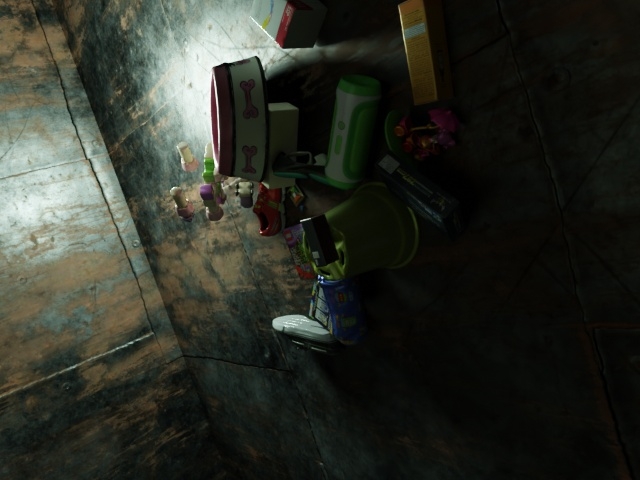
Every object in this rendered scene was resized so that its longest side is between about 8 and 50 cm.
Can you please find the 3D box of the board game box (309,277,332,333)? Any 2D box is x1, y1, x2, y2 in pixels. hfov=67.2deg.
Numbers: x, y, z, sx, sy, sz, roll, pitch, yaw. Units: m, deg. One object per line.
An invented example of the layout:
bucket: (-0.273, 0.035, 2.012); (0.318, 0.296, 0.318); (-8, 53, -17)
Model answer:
board game box: (0.029, 0.231, 1.731); (0.141, 0.048, 0.170); (34, 127, 38)

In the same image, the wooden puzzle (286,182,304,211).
wooden puzzle: (-0.092, -0.164, 1.720); (0.116, 0.014, 0.078); (52, 139, 18)

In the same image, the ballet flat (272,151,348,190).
ballet flat: (-0.027, -0.232, 1.528); (0.281, 0.095, 0.096); (14, 88, 20)

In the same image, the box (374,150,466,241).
box: (0.255, -0.110, 1.221); (0.059, 0.183, 0.233); (-47, 63, 2)

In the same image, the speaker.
speaker: (0.088, -0.300, 1.348); (0.131, 0.131, 0.296); (35, 132, 34)

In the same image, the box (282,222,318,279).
box: (-0.002, 0.023, 1.671); (0.293, 0.057, 0.200); (-15, 96, 51)

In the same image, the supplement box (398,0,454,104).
supplement box: (0.251, -0.444, 1.134); (0.080, 0.078, 0.233); (1, 107, 49)

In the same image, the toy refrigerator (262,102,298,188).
toy refrigerator: (-0.144, -0.319, 1.624); (0.094, 0.102, 0.269); (43, 137, 47)

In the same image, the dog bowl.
dog bowl: (-0.276, -0.392, 1.582); (0.408, 0.151, 0.407); (176, 90, -75)

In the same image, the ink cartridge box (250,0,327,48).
ink cartridge box: (-0.095, -0.659, 1.391); (0.176, 0.128, 0.127); (49, 138, 21)

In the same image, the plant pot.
plant pot: (0.099, -0.008, 1.381); (0.276, 0.254, 0.276); (25, 126, 40)

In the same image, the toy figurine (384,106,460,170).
toy figurine: (0.269, -0.259, 1.192); (0.159, 0.130, 0.173); (-6, 125, 41)

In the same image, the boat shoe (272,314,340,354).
boat shoe: (-0.063, 0.372, 1.860); (0.335, 0.121, 0.119); (6, 108, 46)

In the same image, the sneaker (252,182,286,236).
sneaker: (-0.198, -0.142, 1.770); (0.107, 0.118, 0.278); (14, 118, 45)

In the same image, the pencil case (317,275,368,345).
pencil case: (0.074, 0.201, 1.559); (0.119, 0.133, 0.306); (-114, 8, -56)

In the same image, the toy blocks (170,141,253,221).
toy blocks: (-0.392, -0.203, 1.875); (0.260, 0.309, 0.288); (86, -178, -58)

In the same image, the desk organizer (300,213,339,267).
desk organizer: (0.000, 0.000, 1.255); (0.047, 0.050, 0.130); (-12, 98, 51)
